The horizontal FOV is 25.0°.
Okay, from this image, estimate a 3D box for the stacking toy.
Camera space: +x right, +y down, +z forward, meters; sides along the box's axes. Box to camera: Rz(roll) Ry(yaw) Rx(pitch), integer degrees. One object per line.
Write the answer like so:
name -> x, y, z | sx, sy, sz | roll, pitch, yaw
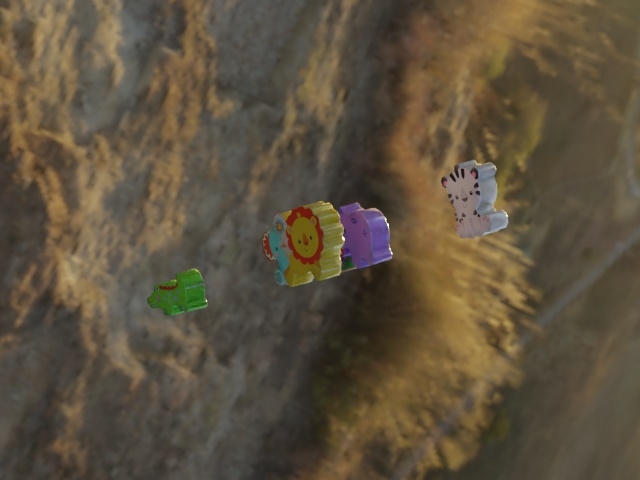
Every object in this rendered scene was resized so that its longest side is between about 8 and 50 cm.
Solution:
stacking toy -> 0.000, 0.000, 1.001 | 0.167, 0.221, 0.052 | -14, 89, -38
